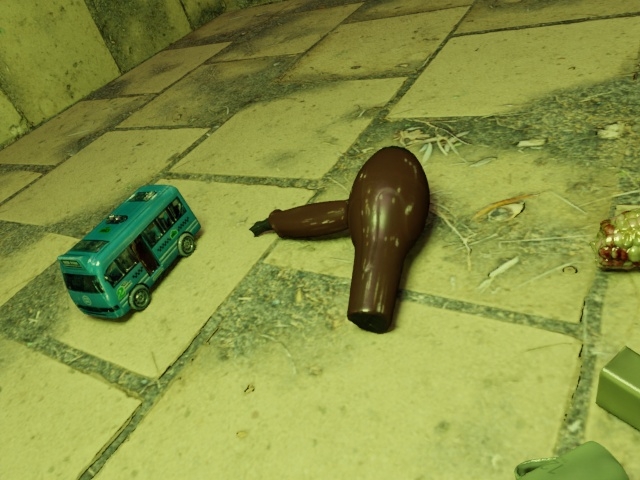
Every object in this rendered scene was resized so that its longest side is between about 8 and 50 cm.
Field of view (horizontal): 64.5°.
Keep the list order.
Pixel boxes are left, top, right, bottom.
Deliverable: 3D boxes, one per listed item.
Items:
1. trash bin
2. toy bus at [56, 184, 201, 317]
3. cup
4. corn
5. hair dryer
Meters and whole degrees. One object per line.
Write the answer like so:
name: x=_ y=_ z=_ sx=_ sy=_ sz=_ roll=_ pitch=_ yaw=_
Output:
trash bin: x=0.308 y=0.150 z=0.463 sx=0.043 sy=0.061 sz=0.092 roll=-32 pitch=39 yaw=-17
toy bus: x=-0.331 y=0.013 z=0.891 sx=0.113 sy=0.134 sz=0.246 roll=2 pitch=40 yaw=29
cup: x=0.213 y=0.217 z=0.442 sx=0.083 sy=0.075 sz=0.055 roll=-24 pitch=72 yaw=-11
corn: x=0.468 y=-0.024 z=0.591 sx=0.280 sy=0.092 sz=0.092 roll=-11 pitch=36 yaw=17
hair dryer: x=0.000 y=0.000 z=0.804 sx=0.340 sy=0.123 sz=0.313 roll=-8 pitch=47 yaw=34
